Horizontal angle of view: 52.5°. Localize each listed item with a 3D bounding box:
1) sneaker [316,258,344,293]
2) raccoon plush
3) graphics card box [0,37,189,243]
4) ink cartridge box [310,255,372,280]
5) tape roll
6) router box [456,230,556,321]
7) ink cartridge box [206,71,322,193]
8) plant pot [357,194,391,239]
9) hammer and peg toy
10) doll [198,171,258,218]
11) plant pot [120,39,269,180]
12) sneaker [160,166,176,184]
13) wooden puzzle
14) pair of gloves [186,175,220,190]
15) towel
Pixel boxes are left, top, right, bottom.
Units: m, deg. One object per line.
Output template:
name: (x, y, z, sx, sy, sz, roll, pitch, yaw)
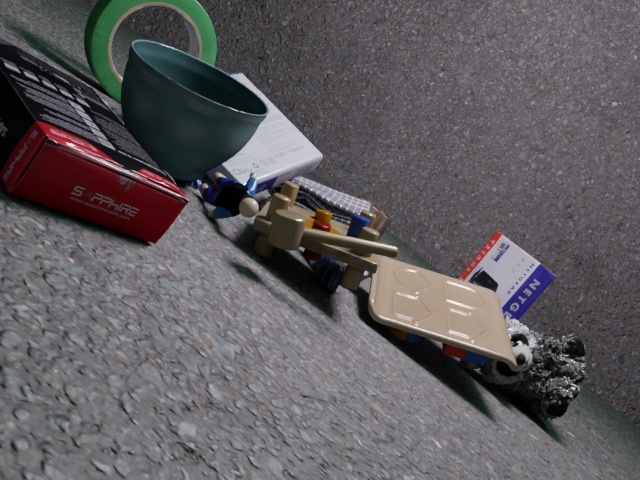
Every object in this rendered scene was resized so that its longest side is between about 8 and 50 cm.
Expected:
sneaker: (0.018, 0.075, 1.401, 0.059, 0.053, 0.144, 31, 4, -5)
raccoon plush: (0.498, 0.341, 1.758, 0.299, 0.216, 0.446, 23, -22, 2)
graphics card box: (-0.372, -0.156, 0.922, 0.371, 0.094, 0.233, 45, 12, 35)
ink cartridge box: (0.053, 0.042, 1.550, 0.180, 0.060, 0.104, 31, 37, -37)
tape roll: (-0.427, -0.491, 1.649, 0.321, 0.321, 0.077, 29, 11, -43)
router box: (0.563, 0.164, 2.126, 0.082, 0.335, 0.301, 35, 9, -21)
ink cartridge box: (-0.203, -0.263, 1.588, 0.330, 0.071, 0.324, 46, 39, 13)
plant pot: (0.120, -0.039, 1.985, 0.167, 0.165, 0.167, 36, 9, -6)
hammer and peg toy: (0.000, 0.000, 1.282, 0.266, 0.127, 0.361, 20, 13, -2)
doll: (-0.173, -0.089, 1.279, 0.189, 0.129, 0.046, 33, -19, 54)
plant pot: (-0.278, -0.246, 1.313, 0.293, 0.196, 0.293, 27, 21, -11)
sneaker: (-0.301, -0.110, 1.083, 0.192, 0.064, 0.086, 42, 3, 24)
wooden puzzle: (0.269, 0.166, 1.505, 0.347, 0.080, 0.322, 22, 24, -1)
pair of gloves: (-0.304, -0.165, 1.449, 0.159, 0.023, 0.198, 39, 8, 11)
towel: (0.000, -0.086, 1.735, 0.283, 0.121, 0.235, 22, 8, 2)
